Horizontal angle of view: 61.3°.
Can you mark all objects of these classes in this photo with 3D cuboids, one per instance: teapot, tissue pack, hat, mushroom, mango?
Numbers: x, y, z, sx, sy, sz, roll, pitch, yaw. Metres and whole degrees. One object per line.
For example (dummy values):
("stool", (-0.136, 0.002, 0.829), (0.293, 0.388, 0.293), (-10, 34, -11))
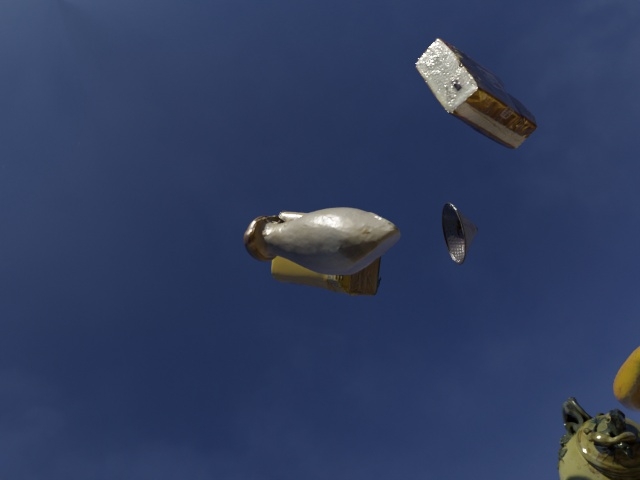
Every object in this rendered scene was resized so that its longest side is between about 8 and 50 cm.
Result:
("teapot", (0.467, 0.345, 0.867), (0.173, 0.269, 0.182), (-16, -66, -1))
("tissue pack", (0.316, -0.293, 1.096), (0.226, 0.183, 0.092), (13, -47, -37))
("hat", (0.437, -0.027, 1.633), (0.082, 0.193, 0.193), (-11, -63, -5))
("mushroom", (0.000, 0.000, 0.998), (0.128, 0.350, 0.128), (-3, -86, -50))
("tissue pack", (0.012, 0.029, 1.372), (0.134, 0.271, 0.192), (8, -91, -48))
("mango", (0.758, 0.308, 1.247), (0.176, 0.119, 0.316), (-40, -41, -6))
